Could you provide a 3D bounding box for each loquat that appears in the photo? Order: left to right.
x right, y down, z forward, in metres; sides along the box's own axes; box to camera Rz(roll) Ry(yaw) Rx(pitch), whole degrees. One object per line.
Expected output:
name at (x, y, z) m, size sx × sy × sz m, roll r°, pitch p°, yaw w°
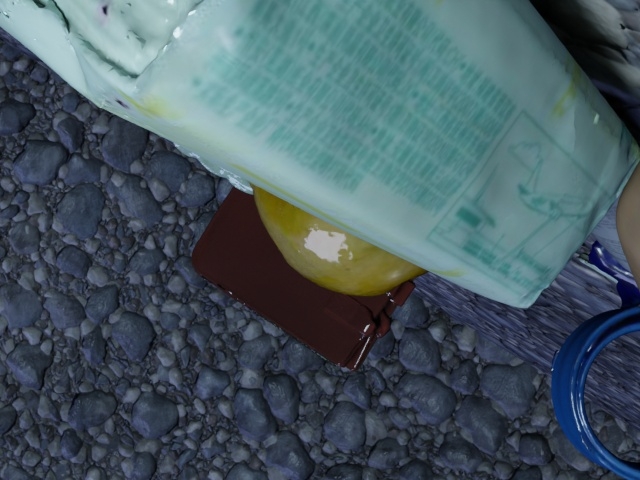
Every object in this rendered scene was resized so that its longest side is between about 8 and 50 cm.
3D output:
loquat at (0.035, -0.052, 0.968) m, size 0.213 × 0.213 × 0.213 m, roll 32°, pitch 175°, yaw 3°

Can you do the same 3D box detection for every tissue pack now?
tissue pack at (-0.020, -0.119, 0.586) m, size 0.287 × 0.162 × 0.388 m, roll 36°, pitch -175°, yaw 34°

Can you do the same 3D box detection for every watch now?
watch at (0.303, 0.119, 0.977) m, size 0.196 × 0.200 × 0.171 m, roll 28°, pitch 178°, yaw 13°

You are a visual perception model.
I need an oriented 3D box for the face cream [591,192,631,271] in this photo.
face cream at (0.211, -0.040, 0.780) m, size 0.084 × 0.057 × 0.198 m, roll 16°, pitch 164°, yaw 43°

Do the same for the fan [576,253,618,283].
fan at (0.378, 0.075, 1.174) m, size 0.226 × 0.008 × 0.152 m, roll 32°, pitch 176°, yaw -5°

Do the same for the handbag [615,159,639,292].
handbag at (0.291, 0.033, 0.469) m, size 0.301 × 0.149 × 0.283 m, roll 28°, pitch 172°, yaw 23°

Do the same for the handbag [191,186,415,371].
handbag at (0.000, 0.000, 1.364) m, size 0.275 × 0.260 × 0.084 m, roll 29°, pitch 172°, yaw 24°

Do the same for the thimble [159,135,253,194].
thimble at (-0.068, -0.131, 1.110) m, size 0.211 × 0.149 × 0.185 m, roll 36°, pitch 173°, yaw -34°
